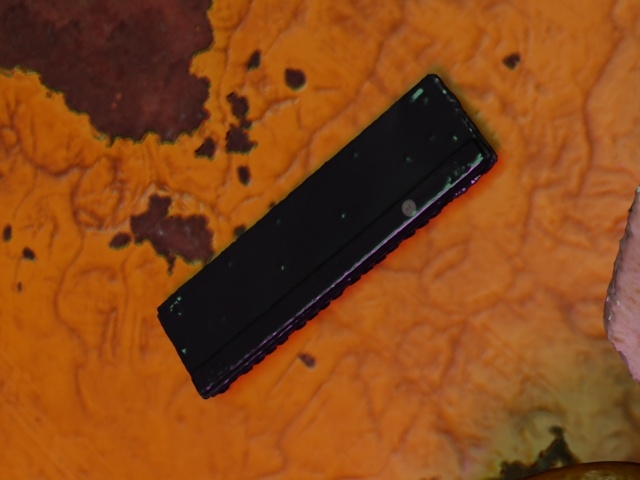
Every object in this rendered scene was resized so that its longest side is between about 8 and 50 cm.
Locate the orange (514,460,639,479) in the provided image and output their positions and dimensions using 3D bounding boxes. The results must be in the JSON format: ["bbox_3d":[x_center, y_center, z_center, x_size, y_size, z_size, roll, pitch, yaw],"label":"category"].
[{"bbox_3d":[0.133,0.221,0.640,0.249,0.183,0.249,5,99,32],"label":"orange"}]

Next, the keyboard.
[{"bbox_3d":[0.000,0.000,0.828,0.231,0.023,0.072,-40,63,17],"label":"keyboard"}]

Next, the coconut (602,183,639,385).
[{"bbox_3d":[0.247,0.007,0.593,0.233,0.245,0.233,21,126,33],"label":"coconut"}]
